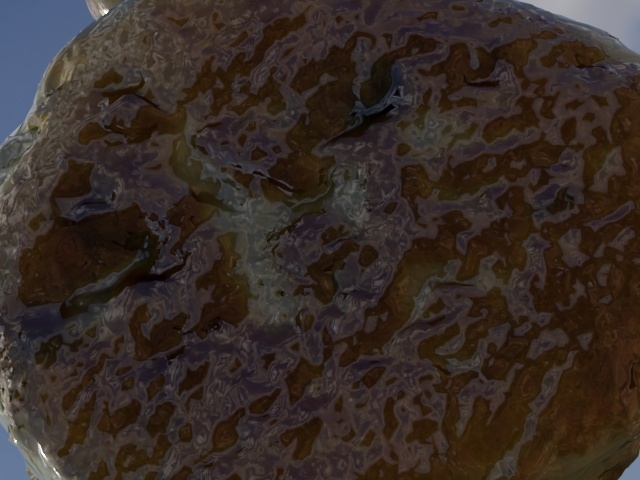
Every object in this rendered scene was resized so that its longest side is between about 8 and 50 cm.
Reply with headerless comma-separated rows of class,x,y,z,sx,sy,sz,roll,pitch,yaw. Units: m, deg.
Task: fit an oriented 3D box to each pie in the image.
pie,0.000,0.000,0.619,0.315,0.315,0.092,-58,-21,-21

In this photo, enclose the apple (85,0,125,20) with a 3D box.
apple,-0.109,-0.158,0.949,0.084,0.084,0.071,7,-110,-62
